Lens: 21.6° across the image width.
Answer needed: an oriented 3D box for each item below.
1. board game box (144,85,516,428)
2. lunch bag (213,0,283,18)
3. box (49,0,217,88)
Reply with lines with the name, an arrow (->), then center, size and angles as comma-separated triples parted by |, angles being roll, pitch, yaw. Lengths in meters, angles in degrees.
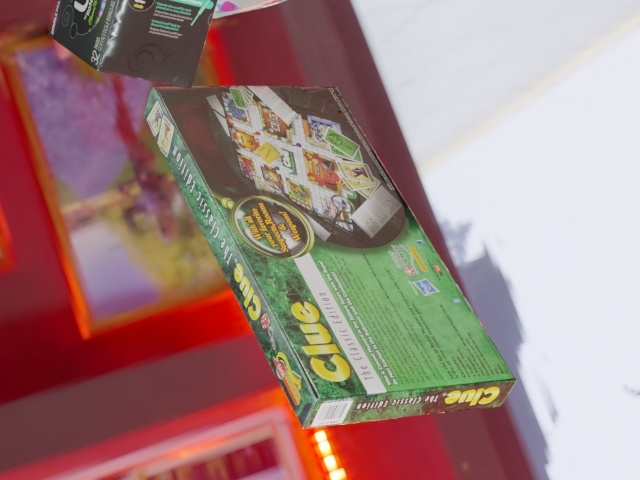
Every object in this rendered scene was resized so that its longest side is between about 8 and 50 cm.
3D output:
board game box -> 0.000, 0.000, 0.997 | 0.136, 0.260, 0.030 | 0, 134, -32
lunch bag -> 0.026, -0.322, 1.517 | 0.262, 0.160, 0.223 | -18, 174, -33
box -> -0.082, -0.121, 0.776 | 0.052, 0.083, 0.062 | 8, -164, -35
